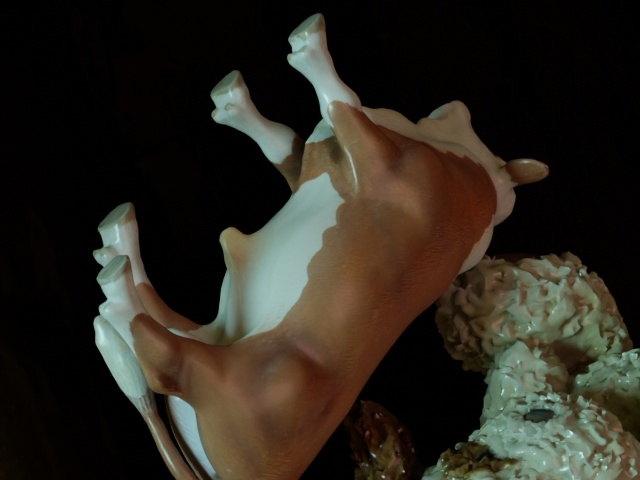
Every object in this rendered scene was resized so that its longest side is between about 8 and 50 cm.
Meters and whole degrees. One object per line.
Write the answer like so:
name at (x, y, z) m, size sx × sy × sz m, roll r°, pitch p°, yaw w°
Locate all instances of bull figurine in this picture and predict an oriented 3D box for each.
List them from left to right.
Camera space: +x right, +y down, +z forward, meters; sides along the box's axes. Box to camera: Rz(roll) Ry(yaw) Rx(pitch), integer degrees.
bull figurine at (0.000, 0.000, 0.896) m, size 0.188 × 0.101 × 0.310 m, roll 46°, pitch 58°, yaw -20°

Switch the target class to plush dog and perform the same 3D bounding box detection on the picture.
plush dog at (0.142, 0.140, 0.911) m, size 0.225 × 0.262 × 0.210 m, roll -25°, pitch 119°, yaw -41°
